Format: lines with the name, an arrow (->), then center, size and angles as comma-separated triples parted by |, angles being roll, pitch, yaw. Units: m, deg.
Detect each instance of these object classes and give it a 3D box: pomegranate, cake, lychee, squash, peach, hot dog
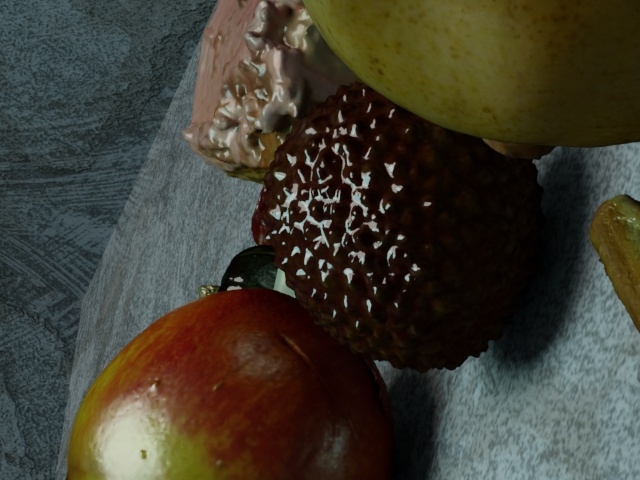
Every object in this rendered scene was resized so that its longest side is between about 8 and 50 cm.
pomegranate -> 0.176, -0.246, 1.395 | 0.416, 0.416, 0.417 | -162, 90, -76
cake -> 0.020, -0.201, 2.138 | 0.314, 0.293, 0.307 | -178, 102, -69
lychee -> 0.084, -0.020, 1.724 | 0.304, 0.275, 0.276 | -98, 28, -48
squash -> -0.083, 0.100, 2.445 | 0.193, 0.156, 0.193 | -44, 13, 13
peach -> -0.081, 0.235, 1.939 | 0.370, 0.370, 0.370 | -162, 90, -76
hot dog -> 0.260, 0.023, 1.443 | 0.066, 0.047, 0.216 | -53, 19, 15

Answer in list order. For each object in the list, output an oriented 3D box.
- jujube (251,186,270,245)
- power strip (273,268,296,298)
jujube -> -0.028, -0.061, 2.508 | 0.176, 0.109, 0.112 | -65, 20, 14
power strip -> 0.000, 0.000, 2.337 | 0.046, 0.118, 0.270 | 0, 66, 28
